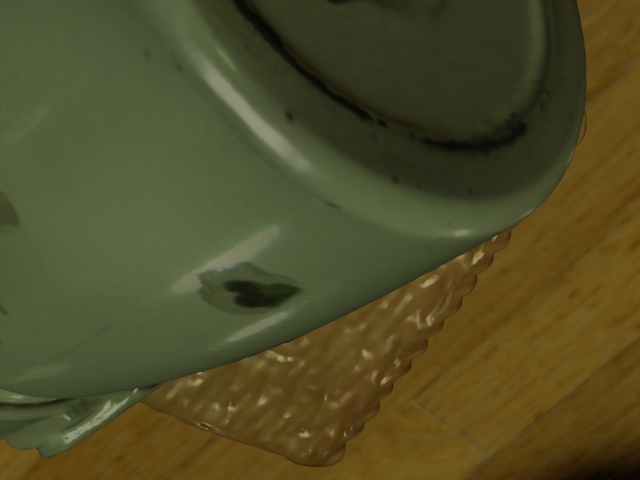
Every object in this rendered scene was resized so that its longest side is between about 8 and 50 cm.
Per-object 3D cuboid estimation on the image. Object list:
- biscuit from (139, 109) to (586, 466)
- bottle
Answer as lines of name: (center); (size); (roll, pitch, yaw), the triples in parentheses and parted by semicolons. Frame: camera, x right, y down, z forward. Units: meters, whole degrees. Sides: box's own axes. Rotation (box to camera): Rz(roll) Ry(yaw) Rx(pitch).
biscuit: (0.000, -0.001, 0.785); (0.160, 0.030, 0.250); (23, 118, -21)
bottle: (-0.085, -0.035, 0.628); (0.229, 0.229, 0.351); (33, 138, -24)
